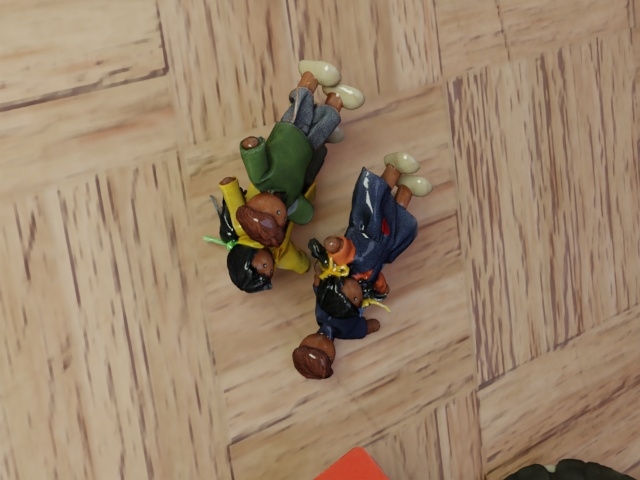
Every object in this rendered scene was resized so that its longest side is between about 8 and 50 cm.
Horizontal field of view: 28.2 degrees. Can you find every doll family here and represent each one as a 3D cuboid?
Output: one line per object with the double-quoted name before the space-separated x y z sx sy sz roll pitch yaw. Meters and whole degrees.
"doll family" 0.000 0.000 0.660 0.193 0.076 0.111 43 62 -41

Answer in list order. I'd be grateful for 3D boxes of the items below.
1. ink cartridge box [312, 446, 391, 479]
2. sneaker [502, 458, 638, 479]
"ink cartridge box" -0.016 0.306 0.532 0.385 0.091 0.308 -35 80 -26
"sneaker" 0.084 0.318 0.740 0.410 0.158 0.182 -36 130 -30
